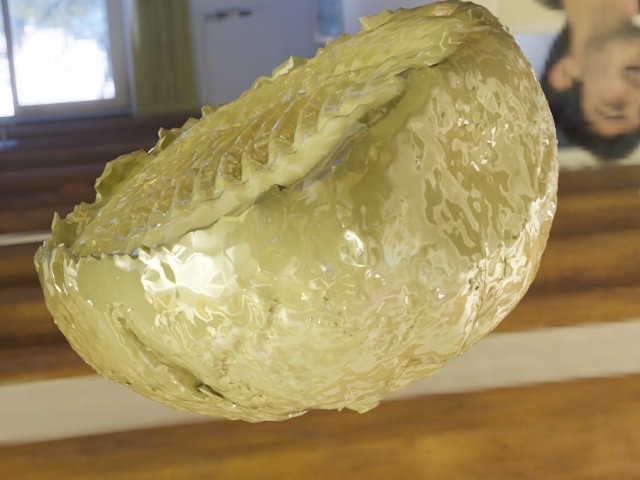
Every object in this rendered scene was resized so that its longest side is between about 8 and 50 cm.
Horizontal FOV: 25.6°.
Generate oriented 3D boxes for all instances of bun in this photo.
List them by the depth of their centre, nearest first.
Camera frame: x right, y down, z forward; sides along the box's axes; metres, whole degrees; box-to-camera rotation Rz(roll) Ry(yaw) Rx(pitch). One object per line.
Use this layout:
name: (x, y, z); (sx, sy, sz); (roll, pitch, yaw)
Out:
bun: (0.000, 0.000, 0.677); (0.259, 0.152, 0.259); (-29, -164, 9)
